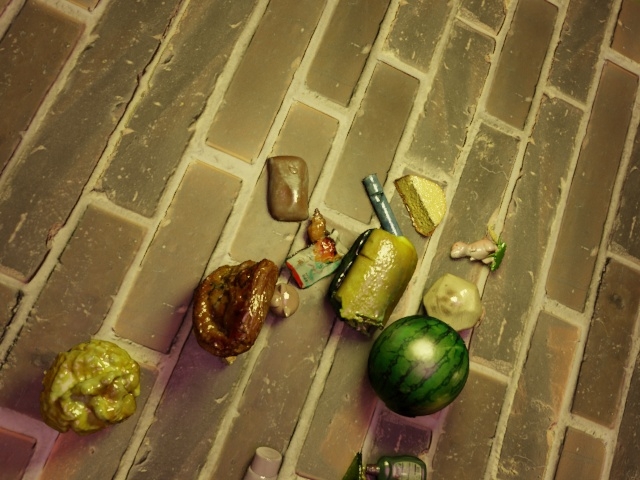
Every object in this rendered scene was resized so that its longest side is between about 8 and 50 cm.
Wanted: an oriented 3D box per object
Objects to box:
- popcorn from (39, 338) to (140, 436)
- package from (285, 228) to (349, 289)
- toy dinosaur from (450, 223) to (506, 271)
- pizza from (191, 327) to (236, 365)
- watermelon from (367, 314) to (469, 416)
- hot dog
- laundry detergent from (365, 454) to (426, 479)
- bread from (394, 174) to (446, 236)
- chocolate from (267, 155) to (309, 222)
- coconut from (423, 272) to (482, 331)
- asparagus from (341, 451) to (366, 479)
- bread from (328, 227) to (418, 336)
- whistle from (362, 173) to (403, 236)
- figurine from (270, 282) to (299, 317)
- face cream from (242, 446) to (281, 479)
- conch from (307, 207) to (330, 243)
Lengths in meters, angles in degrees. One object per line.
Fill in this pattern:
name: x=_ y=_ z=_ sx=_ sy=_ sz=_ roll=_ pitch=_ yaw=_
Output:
popcorn: x=-0.685 y=0.435 z=1.495 sx=0.247 sy=0.282 sz=0.281 roll=-1 pitch=81 yaw=8
package: x=-0.002 y=0.069 z=1.783 sx=0.232 sy=0.040 sz=0.166 roll=-32 pitch=124 yaw=-10
toy dinosaur: x=0.630 y=0.044 z=1.967 sx=0.177 sy=0.152 sz=0.194 roll=29 pitch=60 yaw=32
pizza: x=-0.334 y=0.296 z=1.703 sx=0.188 sy=0.081 sz=0.204 roll=42 pitch=60 yaw=-21
watermelon: x=0.337 y=0.424 z=1.704 sx=0.364 sy=0.363 sz=0.362 roll=2 pitch=81 yaw=-13
hot dog: x=-0.269 y=0.194 z=1.590 sx=0.174 sy=0.267 sz=0.387 roll=59 pitch=27 yaw=-30
laundry detergent: x=0.261 y=0.836 z=1.753 sx=0.222 sy=0.078 sz=0.144 roll=9 pitch=83 yaw=-13
bread: x=0.407 y=-0.157 z=1.925 sx=0.134 sy=0.129 sz=0.260 roll=-29 pitch=90 yaw=-23
chocolate: x=-0.113 y=-0.197 z=1.827 sx=0.161 sy=0.083 sz=0.261 roll=-3 pitch=82 yaw=-12
coconut: x=0.491 y=0.229 z=1.846 sx=0.225 sy=0.224 sz=0.224 roll=2 pitch=81 yaw=-13
asparagus: x=0.075 y=0.918 z=1.676 sx=0.381 sy=0.128 sz=0.108 roll=-55 pitch=132 yaw=-16
bread: x=0.194 y=0.137 z=1.769 sx=0.251 sy=0.208 sz=0.376 roll=33 pitch=80 yaw=-15
whistle: x=0.249 y=-0.110 z=1.912 sx=0.062 sy=0.062 sz=0.304 roll=-22 pitch=87 yaw=-16
figurine: x=-0.134 y=0.210 z=1.729 sx=0.125 sy=0.138 sz=0.125 roll=1 pitch=83 yaw=-7
face cream: x=-0.212 y=0.833 z=1.641 sx=0.154 sy=0.096 sz=0.273 roll=17 pitch=91 yaw=-14
conch: x=0.001 y=-0.004 z=1.832 sx=0.086 sy=0.080 sz=0.232 roll=-22 pitch=111 yaw=-4
